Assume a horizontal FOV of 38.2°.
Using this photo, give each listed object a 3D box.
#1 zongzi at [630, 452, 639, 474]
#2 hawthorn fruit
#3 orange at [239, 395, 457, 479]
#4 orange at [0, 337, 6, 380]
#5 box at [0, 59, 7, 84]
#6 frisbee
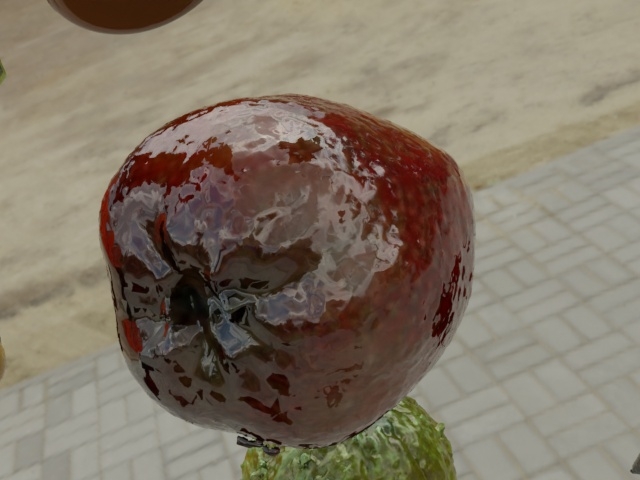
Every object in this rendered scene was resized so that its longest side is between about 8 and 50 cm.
[{"bbox_3d":[0.539,0.230,1.215,0.362,0.383,0.319,-22,46,30],"label":"zongzi"},{"bbox_3d":[0.000,0.000,0.775,0.284,0.285,0.369,3,26,42],"label":"hawthorn fruit"},{"bbox_3d":[0.040,0.305,1.270,0.299,0.223,0.301,-13,30,-13],"label":"orange"},{"bbox_3d":[-0.545,0.187,1.355,0.169,0.160,0.112,-35,42,-20],"label":"orange"},{"bbox_3d":[-0.337,-0.189,0.728,0.064,0.220,0.141,-5,36,9],"label":"box"},{"bbox_3d":[-0.219,-0.343,1.126,0.250,0.251,0.021,-24,63,-7],"label":"frisbee"}]
